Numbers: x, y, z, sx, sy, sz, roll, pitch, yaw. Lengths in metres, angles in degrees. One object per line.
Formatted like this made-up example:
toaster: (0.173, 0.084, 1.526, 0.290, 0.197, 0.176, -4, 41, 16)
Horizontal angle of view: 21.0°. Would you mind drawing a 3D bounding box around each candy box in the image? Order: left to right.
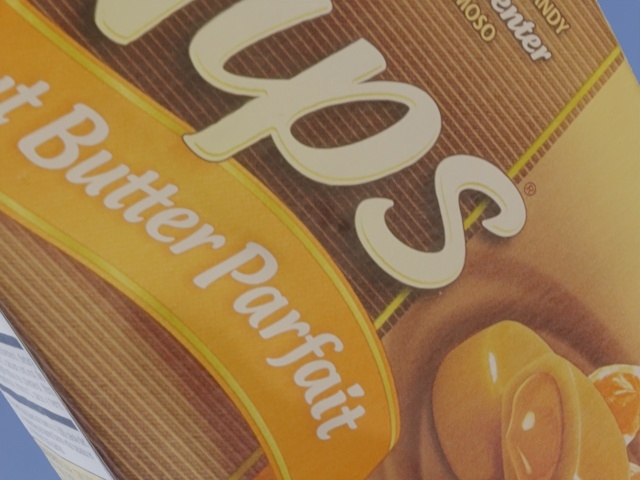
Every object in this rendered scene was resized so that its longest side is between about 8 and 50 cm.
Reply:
candy box: (0.000, 0.000, 0.477, 0.183, 0.087, 0.316, -37, -72, -19)
